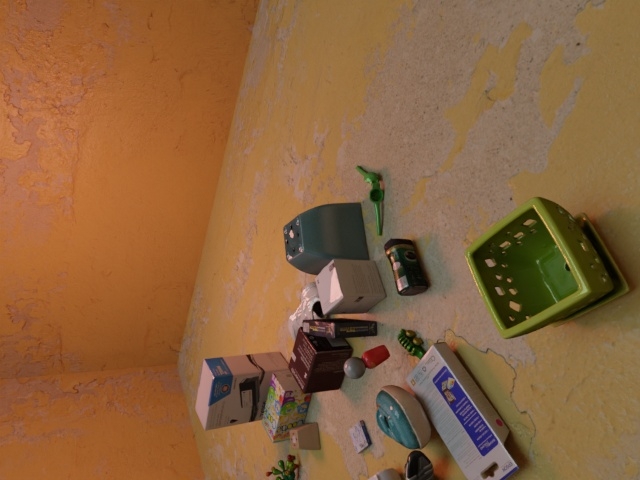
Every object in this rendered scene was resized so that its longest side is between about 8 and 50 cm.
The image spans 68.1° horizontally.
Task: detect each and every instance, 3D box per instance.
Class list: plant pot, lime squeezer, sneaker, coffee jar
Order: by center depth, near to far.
[{"bbox_3d":[0.491,0.064,1.020,0.228,0.207,0.227,-50,46,46],"label":"plant pot"},{"bbox_3d":[0.278,0.685,1.401,0.132,0.086,0.228,-142,31,-67],"label":"sneaker"},{"bbox_3d":[0.269,0.081,1.509,0.079,0.096,0.184,-45,50,46],"label":"coffee jar"},{"bbox_3d":[0.182,-0.175,1.720,0.110,0.059,0.310,-48,49,47],"label":"lime squeezer"},{"bbox_3d":[0.000,0.000,1.823,0.248,0.252,0.247,-32,61,55],"label":"plant pot"},{"bbox_3d":[-0.051,0.331,2.016,0.152,0.114,0.305,50,129,51],"label":"sneaker"},{"bbox_3d":[-0.072,0.844,2.028,0.109,0.096,0.109,-34,59,55],"label":"plant pot"}]

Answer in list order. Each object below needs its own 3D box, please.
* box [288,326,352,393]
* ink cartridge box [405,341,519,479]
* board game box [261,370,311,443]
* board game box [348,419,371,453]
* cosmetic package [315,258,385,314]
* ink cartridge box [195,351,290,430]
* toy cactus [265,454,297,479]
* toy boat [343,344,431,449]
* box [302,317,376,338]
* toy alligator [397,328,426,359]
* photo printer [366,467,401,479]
[{"bbox_3d":[-0.004,0.466,1.872,0.168,0.167,0.203,45,125,52],"label":"box"},{"bbox_3d":[0.385,0.479,1.296,0.371,0.069,0.175,60,137,40],"label":"ink cartridge box"},{"bbox_3d":[-0.152,0.743,2.127,0.142,0.144,0.275,40,122,53],"label":"board game box"},{"bbox_3d":[0.145,0.723,1.741,0.090,0.020,0.090,-57,42,40],"label":"board game box"},{"bbox_3d":[0.104,0.167,1.697,0.151,0.184,0.151,-50,46,47],"label":"cosmetic package"},{"bbox_3d":[-0.363,0.704,2.247,0.166,0.395,0.285,34,117,53],"label":"ink cartridge box"},{"bbox_3d":[-0.155,1.092,2.162,0.219,0.112,0.180,-54,53,31],"label":"toy cactus"},{"bbox_3d":[0.198,0.486,1.449,0.318,0.148,0.267,63,169,8],"label":"toy boat"},{"bbox_3d":[0.067,0.321,1.747,0.233,0.183,0.059,-9,81,58],"label":"box"},{"bbox_3d":[0.293,0.340,1.488,0.189,0.051,0.056,49,129,50],"label":"toy alligator"},{"bbox_3d":[0.214,0.930,1.518,0.256,0.107,0.307,-59,41,39],"label":"photo printer"}]
